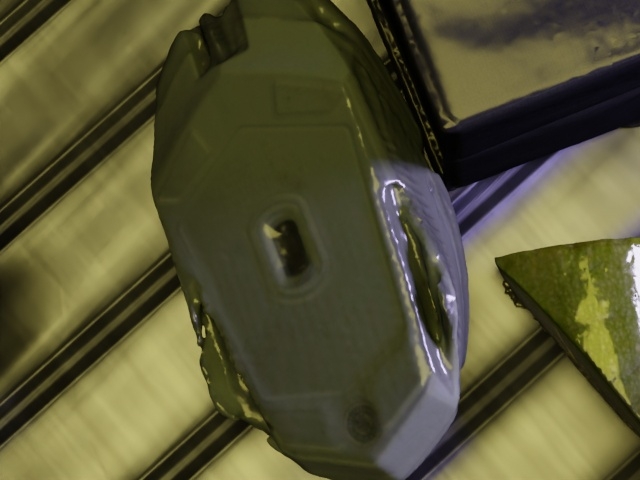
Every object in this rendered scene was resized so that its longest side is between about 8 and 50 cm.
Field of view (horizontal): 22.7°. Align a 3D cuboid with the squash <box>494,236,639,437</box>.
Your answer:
[{"bbox_3d":[0.244,0.126,1.319,0.169,0.093,0.252,-6,81,2],"label":"squash"}]

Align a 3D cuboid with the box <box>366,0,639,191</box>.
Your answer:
[{"bbox_3d":[0.133,-0.246,1.299,0.204,0.251,0.345,-22,81,2],"label":"box"}]

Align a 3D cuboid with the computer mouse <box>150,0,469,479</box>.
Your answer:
[{"bbox_3d":[0.001,-0.002,1.322,0.228,0.145,0.429,-27,74,25],"label":"computer mouse"}]
